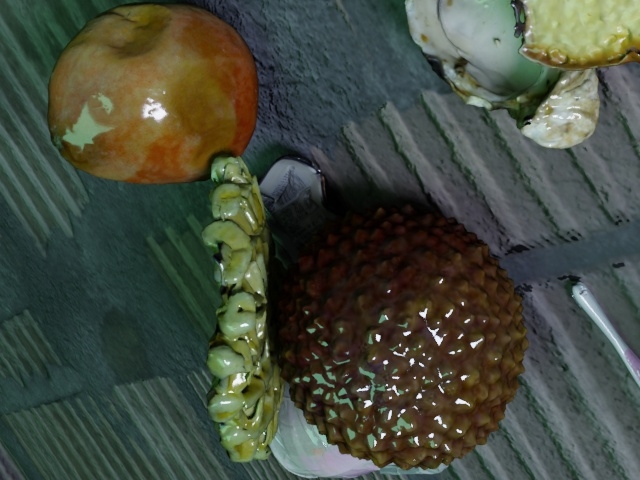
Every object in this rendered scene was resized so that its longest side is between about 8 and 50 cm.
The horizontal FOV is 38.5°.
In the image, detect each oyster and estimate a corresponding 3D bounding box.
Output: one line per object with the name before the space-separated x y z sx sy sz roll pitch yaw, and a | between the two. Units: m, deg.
oyster | 0.152 -0.225 0.738 0.166 0.094 0.294 10 107 44

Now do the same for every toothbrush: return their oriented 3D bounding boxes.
toothbrush | 0.305 0.125 0.895 0.204 0.017 0.022 54 152 -2

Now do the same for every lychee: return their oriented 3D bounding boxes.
lychee | 0.072 0.098 0.908 0.267 0.267 0.267 25 134 30

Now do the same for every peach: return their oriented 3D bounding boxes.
peach | -0.192 -0.155 1.007 0.214 0.236 0.214 26 128 39

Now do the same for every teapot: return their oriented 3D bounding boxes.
teapot | 0.050 0.232 1.112 0.178 0.163 0.221 -6 115 42

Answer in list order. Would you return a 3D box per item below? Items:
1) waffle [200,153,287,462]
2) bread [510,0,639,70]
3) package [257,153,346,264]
waffle | -0.075 0.078 0.994 0.073 0.317 0.297 0 147 4
bread | 0.263 -0.194 0.608 0.260 0.134 0.129 -3 106 42
package | 0.000 0.000 1.089 0.232 0.040 0.166 47 144 -5
